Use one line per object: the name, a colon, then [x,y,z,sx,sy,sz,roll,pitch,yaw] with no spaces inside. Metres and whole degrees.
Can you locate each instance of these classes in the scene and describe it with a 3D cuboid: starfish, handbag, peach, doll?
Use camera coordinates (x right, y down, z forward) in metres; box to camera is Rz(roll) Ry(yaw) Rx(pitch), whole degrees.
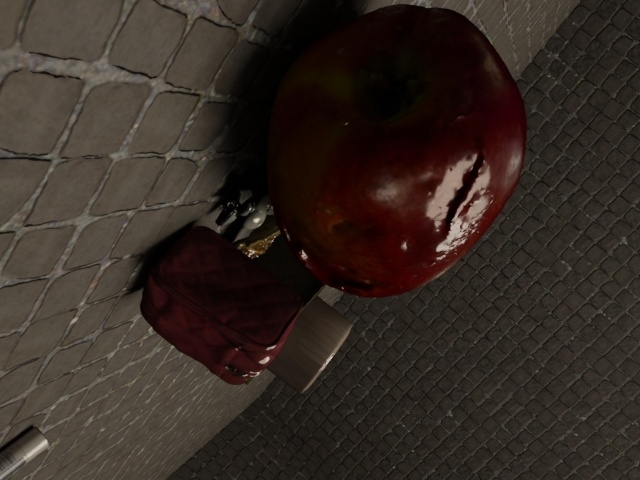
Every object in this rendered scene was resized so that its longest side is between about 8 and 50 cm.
starfish: [-0.116,0.007,0.970,0.238,0.071,0.216,-40,-174,34]
handbag: [-0.150,0.099,0.818,0.135,0.225,0.146,-53,-178,42]
peach: [0.084,-0.103,0.766,0.353,0.339,0.416,-47,165,-10]
doll: [-0.088,-0.073,0.894,0.091,0.067,0.219,-48,170,34]

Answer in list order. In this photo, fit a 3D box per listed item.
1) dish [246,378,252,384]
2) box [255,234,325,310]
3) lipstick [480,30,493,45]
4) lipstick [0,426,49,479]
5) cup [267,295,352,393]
dish: [-0.162,0.274,1.667,0.324,0.124,0.324,-49,176,-5]
box: [0.002,0.002,1.126,0.273,0.143,0.184,-50,175,20]
lipstick: [0.302,-0.392,1.316,0.304,0.076,0.076,-46,169,-15]
lipstick: [-0.487,0.347,0.829,0.141,0.040,0.040,-40,166,-41]
cup: [-0.104,0.218,1.283,0.288,0.273,0.208,-57,173,26]
